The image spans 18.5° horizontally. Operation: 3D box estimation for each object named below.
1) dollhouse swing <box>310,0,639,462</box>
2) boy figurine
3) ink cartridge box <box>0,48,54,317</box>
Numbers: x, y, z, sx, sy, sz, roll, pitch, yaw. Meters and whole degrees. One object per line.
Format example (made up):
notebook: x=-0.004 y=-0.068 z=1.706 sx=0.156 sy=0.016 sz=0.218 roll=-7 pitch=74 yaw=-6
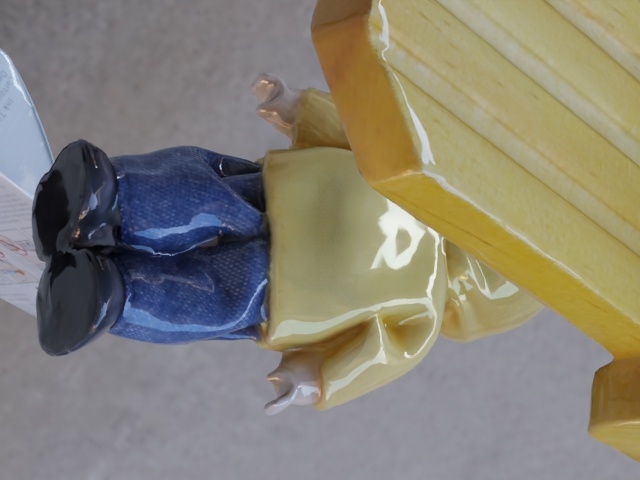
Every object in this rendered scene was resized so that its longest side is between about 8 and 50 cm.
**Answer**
dollhouse swing: x=0.214 y=-0.108 z=0.758 sx=0.305 sy=0.315 sz=0.347 roll=48 pitch=45 yaw=-50
boy figurine: x=0.000 y=0.000 z=1.002 sx=0.285 sy=0.177 sz=0.092 roll=0 pitch=162 yaw=-29
ink cartridge box: x=-0.289 y=-0.071 z=1.555 sx=0.308 sy=0.385 sz=0.091 roll=-4 pitch=-127 yaw=57
